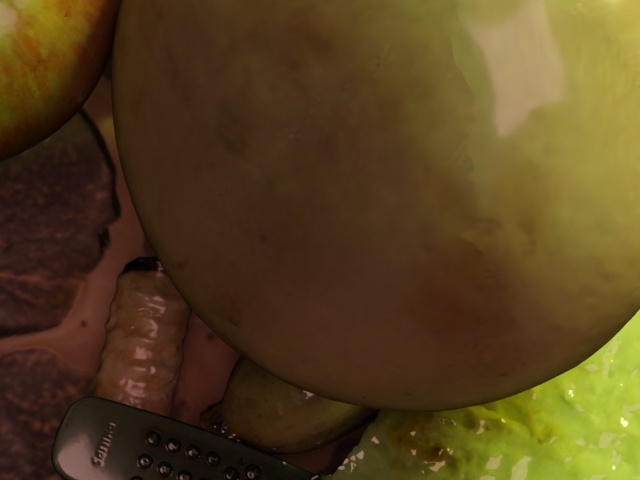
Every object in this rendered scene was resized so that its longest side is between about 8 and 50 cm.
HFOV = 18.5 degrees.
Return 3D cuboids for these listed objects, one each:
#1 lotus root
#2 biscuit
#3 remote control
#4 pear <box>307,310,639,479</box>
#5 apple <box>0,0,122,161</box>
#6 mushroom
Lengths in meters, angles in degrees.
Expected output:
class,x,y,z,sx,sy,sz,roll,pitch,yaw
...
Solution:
class,x,y,z,sx,sy,sz,roll,pitch,yaw
lotus root,0.001,0.082,1.262,0.183,0.090,0.077,-29,118,-6
biscuit,-0.126,0.117,1.260,0.061,0.055,0.219,10,84,1
remote control,-0.064,0.160,1.223,0.222,0.042,0.072,25,72,-16
pear,0.168,0.131,1.197,0.239,0.139,0.288,34,84,29
apple,-0.248,-0.165,1.181,0.264,0.264,0.264,0,86,-7
mushroom,0.062,-0.084,1.122,0.362,0.294,0.362,2,93,33
